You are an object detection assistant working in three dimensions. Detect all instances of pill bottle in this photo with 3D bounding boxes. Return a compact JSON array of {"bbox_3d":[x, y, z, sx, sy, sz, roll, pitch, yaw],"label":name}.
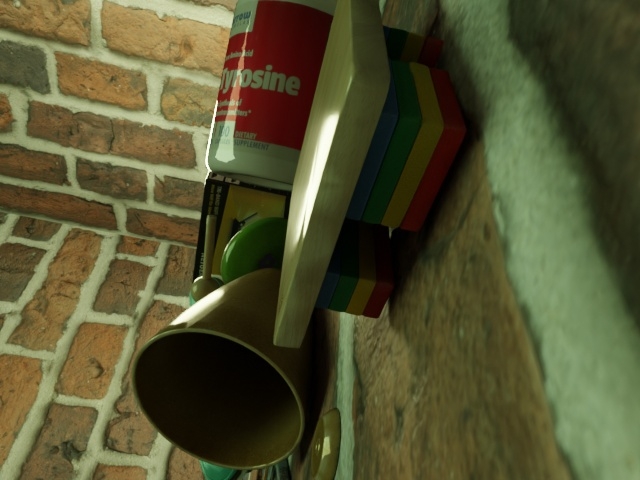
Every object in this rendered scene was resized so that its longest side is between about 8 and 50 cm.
[{"bbox_3d":[-0.057,-0.301,0.956,0.229,0.229,0.407,-172,92,-82],"label":"pill bottle"}]

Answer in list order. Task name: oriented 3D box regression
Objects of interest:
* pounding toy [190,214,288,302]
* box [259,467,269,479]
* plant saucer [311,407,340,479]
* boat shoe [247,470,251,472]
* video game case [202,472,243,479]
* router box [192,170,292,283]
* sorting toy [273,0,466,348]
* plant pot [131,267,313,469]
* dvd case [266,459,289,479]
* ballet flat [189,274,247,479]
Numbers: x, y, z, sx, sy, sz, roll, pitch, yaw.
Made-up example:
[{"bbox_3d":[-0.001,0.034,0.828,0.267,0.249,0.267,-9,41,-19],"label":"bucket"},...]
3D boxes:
[{"bbox_3d":[-0.102,0.058,0.983,0.110,0.237,0.182,40,118,48],"label":"pounding toy"},{"bbox_3d":[-0.082,0.354,0.951,0.081,0.028,0.136,126,152,-73],"label":"box"},{"bbox_3d":[0.003,0.217,0.561,0.083,0.015,0.083,-169,90,-83],"label":"plant saucer"},{"bbox_3d":[-0.174,0.451,1.169,0.319,0.116,0.099,120,164,-54],"label":"boat shoe"},{"bbox_3d":[-0.206,0.505,1.120,0.232,0.042,0.210,41,136,54],"label":"video game case"},{"bbox_3d":[-0.162,-0.010,1.264,0.081,0.243,0.308,-89,12,-54],"label":"router box"},{"bbox_3d":[0.035,-0.075,0.478,0.255,0.089,0.257,-87,11,-49],"label":"sorting toy"},{"bbox_3d":[-0.103,0.155,0.791,0.254,0.237,0.237,-60,-12,-59],"label":"plant pot"},{"bbox_3d":[-0.069,0.429,0.769,0.253,0.022,0.180,-177,97,-82],"label":"dvd case"},{"bbox_3d":[-0.170,0.261,1.039,0.139,0.139,0.400,115,147,-61],"label":"ballet flat"}]
